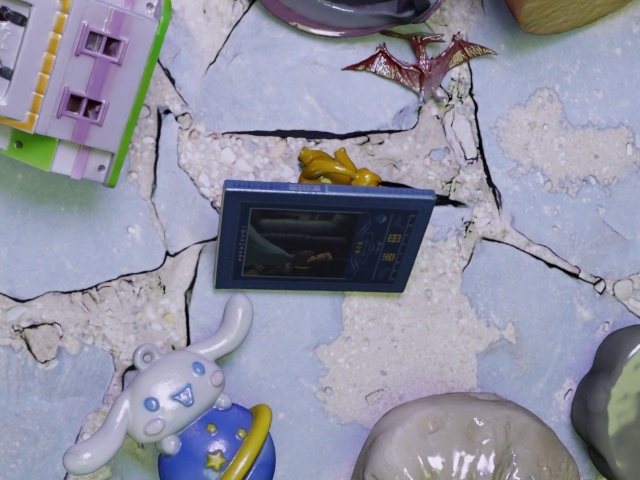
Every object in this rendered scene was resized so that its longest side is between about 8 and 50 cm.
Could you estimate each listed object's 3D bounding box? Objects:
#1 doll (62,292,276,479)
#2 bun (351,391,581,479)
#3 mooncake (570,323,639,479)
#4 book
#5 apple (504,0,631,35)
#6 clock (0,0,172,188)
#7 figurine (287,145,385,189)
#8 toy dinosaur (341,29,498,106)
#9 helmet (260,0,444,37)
[{"bbox_3d":[-0.150,0.229,1.130,0.242,0.159,0.311,32,66,-1],"label":"doll"},{"bbox_3d":[0.212,0.378,1.165,0.326,0.234,0.362,-27,108,-12],"label":"bun"},{"bbox_3d":[0.504,0.249,1.253,0.275,0.135,0.275,-1,95,-8],"label":"mooncake"},{"bbox_3d":[0.000,0.000,1.115,0.269,0.025,0.191,2,138,-11],"label":"book"},{"bbox_3d":[0.336,-0.409,1.063,0.252,0.309,0.314,14,90,12],"label":"apple"},{"bbox_3d":[-0.357,-0.220,0.958,0.309,0.166,0.235,13,108,-32],"label":"clock"},{"bbox_3d":[0.048,-0.064,1.126,0.176,0.122,0.121,24,72,-17],"label":"figurine"},{"bbox_3d":[0.138,-0.239,1.170,0.220,0.032,0.108,-9,102,-8],"label":"toy dinosaur"},{"bbox_3d":[0.060,-0.412,1.023,0.271,0.338,0.197,23,64,-21],"label":"helmet"}]
